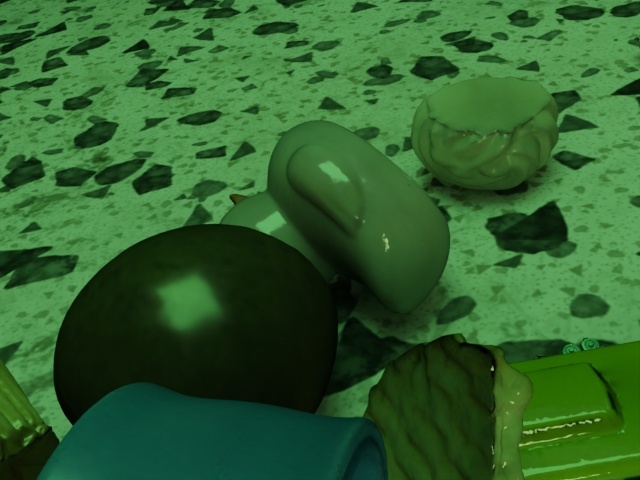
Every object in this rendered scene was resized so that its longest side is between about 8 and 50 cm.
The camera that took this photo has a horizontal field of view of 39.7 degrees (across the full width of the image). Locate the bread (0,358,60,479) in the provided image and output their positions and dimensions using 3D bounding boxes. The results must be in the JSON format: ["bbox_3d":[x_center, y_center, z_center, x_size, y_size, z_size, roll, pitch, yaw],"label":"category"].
[{"bbox_3d":[-0.351,0.189,0.665,0.156,0.204,0.288,45,62,9],"label":"bread"}]

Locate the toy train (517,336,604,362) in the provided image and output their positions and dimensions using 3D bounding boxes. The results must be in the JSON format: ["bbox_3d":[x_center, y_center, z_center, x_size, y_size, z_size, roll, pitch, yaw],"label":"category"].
[{"bbox_3d":[0.215,0.120,0.787,0.092,0.029,0.045,-20,49,-6],"label":"toy train"}]

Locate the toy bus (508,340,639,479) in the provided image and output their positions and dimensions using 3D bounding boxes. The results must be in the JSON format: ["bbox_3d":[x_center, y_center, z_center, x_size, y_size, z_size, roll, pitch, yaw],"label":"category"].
[{"bbox_3d":[0.202,0.154,0.624,0.261,0.150,0.128,-10,34,0],"label":"toy bus"}]

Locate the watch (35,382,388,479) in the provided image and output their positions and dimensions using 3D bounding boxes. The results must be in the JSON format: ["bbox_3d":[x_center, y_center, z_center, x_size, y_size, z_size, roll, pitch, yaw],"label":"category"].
[{"bbox_3d":[-0.035,0.198,0.465,0.241,0.275,0.305,4,26,12],"label":"watch"}]

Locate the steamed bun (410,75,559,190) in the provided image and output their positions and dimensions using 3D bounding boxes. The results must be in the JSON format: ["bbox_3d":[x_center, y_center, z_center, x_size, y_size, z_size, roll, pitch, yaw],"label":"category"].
[{"bbox_3d":[0.203,-0.125,1.093,0.182,0.106,0.183,-8,37,6],"label":"steamed bun"}]

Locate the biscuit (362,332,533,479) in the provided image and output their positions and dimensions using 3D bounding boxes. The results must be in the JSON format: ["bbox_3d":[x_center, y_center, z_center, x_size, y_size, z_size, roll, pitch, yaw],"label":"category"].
[{"bbox_3d":[0.063,0.188,0.558,0.036,0.274,0.187,2,4,-26],"label":"biscuit"}]

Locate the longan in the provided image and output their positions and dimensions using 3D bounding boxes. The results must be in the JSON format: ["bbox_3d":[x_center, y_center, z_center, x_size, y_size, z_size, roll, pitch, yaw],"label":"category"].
[{"bbox_3d":[-0.098,0.092,0.769,0.245,0.215,0.246,9,14,-2],"label":"longan"}]

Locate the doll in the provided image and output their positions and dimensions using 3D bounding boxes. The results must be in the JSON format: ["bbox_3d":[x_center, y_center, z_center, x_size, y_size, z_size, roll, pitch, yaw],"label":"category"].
[{"bbox_3d":[0.000,0.000,0.915,0.251,0.221,0.221,35,54,30],"label":"doll"}]

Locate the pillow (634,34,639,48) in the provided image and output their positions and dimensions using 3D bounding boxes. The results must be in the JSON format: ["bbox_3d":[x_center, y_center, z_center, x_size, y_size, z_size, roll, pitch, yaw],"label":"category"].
[{"bbox_3d":[0.530,-0.251,1.229,0.128,0.051,0.229,-12,34,5],"label":"pillow"}]
